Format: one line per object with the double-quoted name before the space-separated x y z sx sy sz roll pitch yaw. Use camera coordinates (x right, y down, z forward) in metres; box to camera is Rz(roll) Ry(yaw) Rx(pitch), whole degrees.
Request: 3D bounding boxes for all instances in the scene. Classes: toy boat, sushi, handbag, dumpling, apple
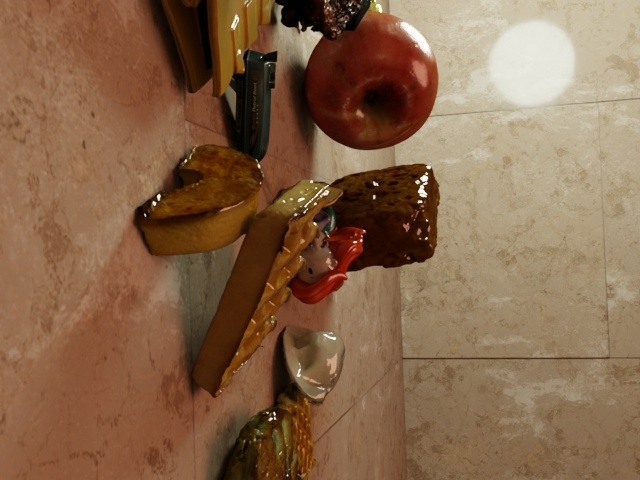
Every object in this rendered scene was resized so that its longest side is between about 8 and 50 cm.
"toy boat" -0.141 -0.249 1.427 0.093 0.103 0.246 -94 -171 -63
"sushi" -0.013 -0.589 1.702 0.212 0.215 0.227 -60 171 -17
"handbag" -0.167 -0.454 1.268 0.401 0.133 0.283 -77 164 -46
"dumpling" -0.024 0.267 1.700 0.172 0.142 0.247 37 22 -11
"apple" 0.132 -0.427 1.955 0.364 0.363 0.364 -2 90 -76

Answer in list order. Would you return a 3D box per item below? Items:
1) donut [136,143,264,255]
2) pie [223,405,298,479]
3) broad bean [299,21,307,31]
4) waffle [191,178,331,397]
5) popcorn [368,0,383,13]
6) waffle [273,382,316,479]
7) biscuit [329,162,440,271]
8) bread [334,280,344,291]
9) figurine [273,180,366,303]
"donut" -0.164 -0.061 1.150 0.259 0.152 0.101 -64 155 -58
"pie" -0.108 0.474 1.380 0.288 0.102 0.355 -65 153 -62
"broad bean" -0.044 -0.642 1.906 0.070 0.048 0.214 44 -30 43
"waffle" -0.096 0.068 1.273 0.348 0.077 0.304 -66 173 20
"popcorn" 0.141 -0.634 2.336 0.252 0.215 0.286 46 29 -18
"waffle" -0.060 0.453 1.668 0.261 0.056 0.250 -42 128 -70
"biscuit" 0.152 -0.072 2.025 0.395 0.342 0.166 -72 151 -60
"bread" 0.042 0.098 2.160 0.094 0.035 0.090 -34 120 -73
"figurine" 0.004 0.003 1.734 0.208 0.180 0.257 -64 149 -60
